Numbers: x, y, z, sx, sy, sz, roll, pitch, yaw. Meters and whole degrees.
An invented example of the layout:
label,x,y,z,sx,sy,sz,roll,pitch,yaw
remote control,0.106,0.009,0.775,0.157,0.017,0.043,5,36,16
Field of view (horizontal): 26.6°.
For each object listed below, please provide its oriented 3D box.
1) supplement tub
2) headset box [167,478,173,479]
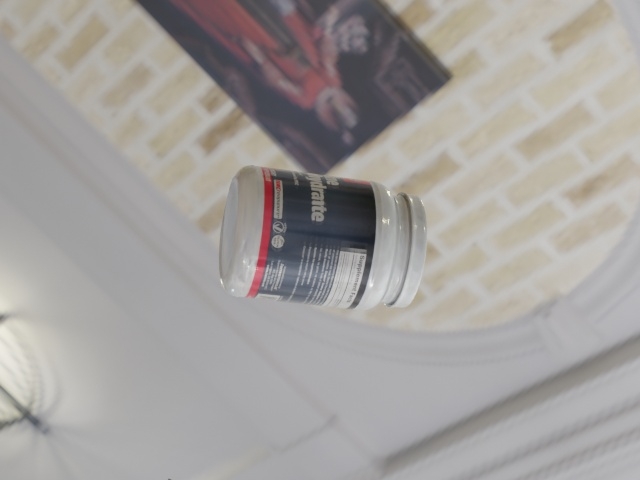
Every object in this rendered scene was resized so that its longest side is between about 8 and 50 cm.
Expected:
label,x,y,z,sx,sy,sz,roll,pitch,yaw
supplement tub,0.000,0.000,1.956,0.191,0.272,0.191,-173,-90,-78
headset box,-0.198,0.377,1.895,0.062,0.083,0.032,-61,-171,10
